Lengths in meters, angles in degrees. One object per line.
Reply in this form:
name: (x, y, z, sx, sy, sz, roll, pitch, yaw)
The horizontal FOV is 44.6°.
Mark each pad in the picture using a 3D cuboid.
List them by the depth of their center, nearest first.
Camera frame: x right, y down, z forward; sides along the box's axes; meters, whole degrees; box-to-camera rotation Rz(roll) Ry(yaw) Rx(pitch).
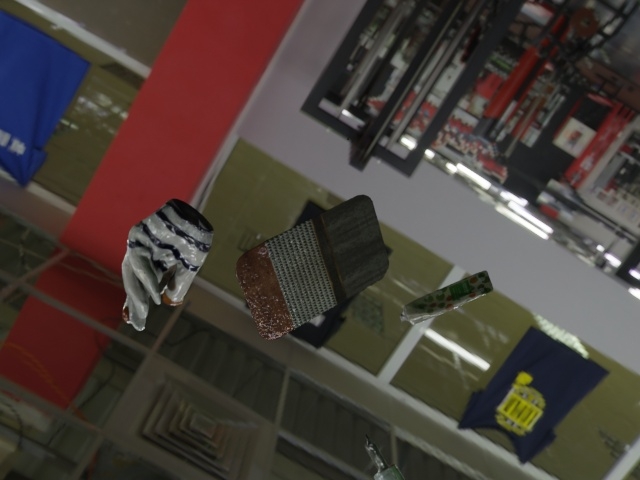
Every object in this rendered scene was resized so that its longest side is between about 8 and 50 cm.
pad: (-0.013, -0.014, 1.158, 0.055, 0.250, 0.323, 47, 156, 38)

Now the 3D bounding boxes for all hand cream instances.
hand cream: (0.209, 0.099, 1.312, 0.037, 0.165, 0.057, 54, -162, -32)

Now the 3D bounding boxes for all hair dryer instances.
hair dryer: (0.168, 0.509, 1.427, 0.357, 0.108, 0.173, 56, 163, 25)

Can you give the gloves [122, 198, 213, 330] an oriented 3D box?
gloves: (-0.282, 0.042, 1.331, 0.131, 0.218, 0.140, 45, -168, 9)
